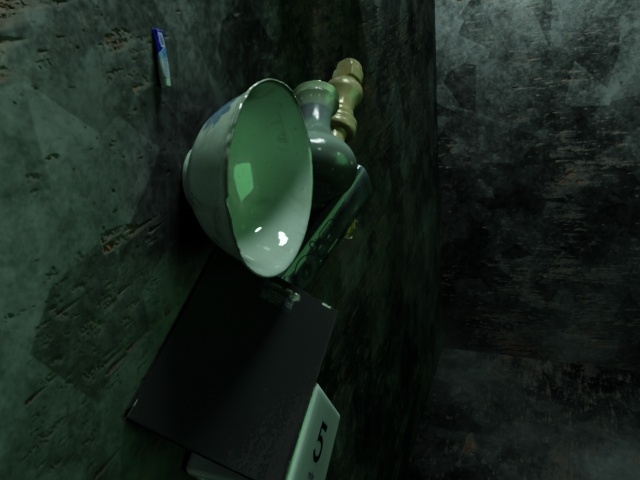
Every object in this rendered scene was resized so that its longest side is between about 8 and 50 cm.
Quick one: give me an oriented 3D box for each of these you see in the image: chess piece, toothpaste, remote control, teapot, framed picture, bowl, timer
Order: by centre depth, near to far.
[{"bbox_3d":[-0.231,-0.267,0.826,0.024,0.015,0.083,-26,112,-65],"label":"toothpaste"},{"bbox_3d":[-0.133,-0.101,0.919,0.313,0.146,0.313,5,90,-69],"label":"bowl"},{"bbox_3d":[-0.121,0.193,0.925,0.014,0.255,0.338,-46,-162,49],"label":"framed picture"},{"bbox_3d":[-0.093,0.362,1.021,0.194,0.193,0.195,66,34,-49],"label":"timer"},{"bbox_3d":[-0.015,-0.211,1.194,0.183,0.184,0.250,56,30,-57],"label":"teapot"},{"bbox_3d":[0.000,0.000,1.226,0.377,0.044,0.107,-54,140,-24],"label":"remote control"},{"bbox_3d":[0.044,-0.285,1.398,0.117,0.117,0.397,56,41,-57],"label":"chess piece"}]

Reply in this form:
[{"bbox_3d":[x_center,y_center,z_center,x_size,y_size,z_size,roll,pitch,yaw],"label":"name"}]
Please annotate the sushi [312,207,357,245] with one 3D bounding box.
[{"bbox_3d":[0.040,-0.038,1.447,0.226,0.103,0.097,-11,76,-65],"label":"sushi"}]
